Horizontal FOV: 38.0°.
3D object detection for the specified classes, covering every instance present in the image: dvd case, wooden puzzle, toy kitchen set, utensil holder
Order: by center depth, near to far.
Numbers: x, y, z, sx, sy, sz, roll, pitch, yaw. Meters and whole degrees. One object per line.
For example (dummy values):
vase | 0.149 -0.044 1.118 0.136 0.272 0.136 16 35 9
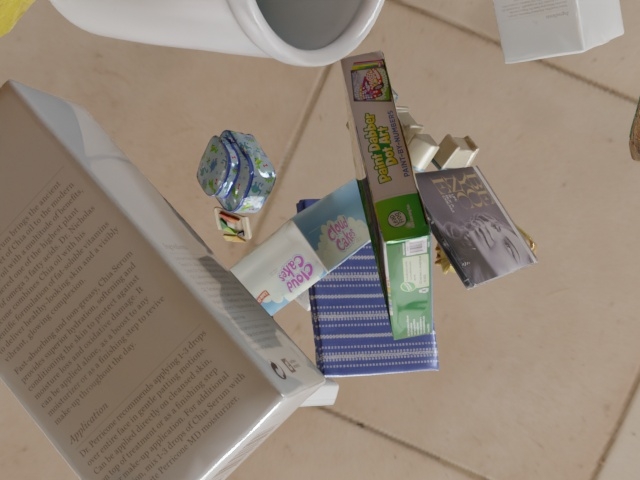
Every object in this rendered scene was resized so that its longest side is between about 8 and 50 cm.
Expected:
utensil holder | -0.147 -0.409 1.220 0.386 0.328 0.327 14 89 34
dvd case | 0.203 -0.024 1.234 0.018 0.221 0.164 -38 76 31
wooden puzzle | -0.170 -0.031 1.794 0.079 0.116 0.014 12 52 23
toy kitchen set | 0.186 -0.209 1.883 0.207 0.166 0.122 57 132 32

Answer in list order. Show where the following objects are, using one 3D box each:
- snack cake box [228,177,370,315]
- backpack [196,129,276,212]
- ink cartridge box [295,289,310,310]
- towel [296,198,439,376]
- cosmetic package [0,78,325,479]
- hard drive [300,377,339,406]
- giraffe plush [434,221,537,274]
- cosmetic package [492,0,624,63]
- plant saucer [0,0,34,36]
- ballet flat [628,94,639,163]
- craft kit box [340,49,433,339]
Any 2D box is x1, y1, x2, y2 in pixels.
snack cake box | 0.000 0.000 1.315 0.152 0.264 0.089 -36 90 36
backpack | -0.129 -0.098 1.396 0.114 0.084 0.105 51 125 36
ink cartridge box | -0.034 0.073 1.929 0.135 0.099 0.056 40 128 25
towel | 0.084 0.080 1.700 0.243 0.040 0.335 -1 74 -22
cosmetic package | -0.237 0.069 1.020 0.230 0.161 0.453 -44 78 10
hard drive | -0.143 0.211 1.454 0.233 0.353 0.047 13 88 24
giraffe plush | 0.323 0.009 1.946 0.170 0.181 0.210 -49 66 12
cosmetic package | 0.385 -0.402 1.527 0.151 0.151 0.183 -27 110 -42
plant saucer | -0.251 -0.322 0.556 0.333 0.081 0.333 39 115 -23
ballet flat | 0.354 -0.022 0.626 0.316 0.107 0.106 32 121 14
craft kit box | 0.079 -0.046 1.082 0.061 0.250 0.246 -9 59 2
